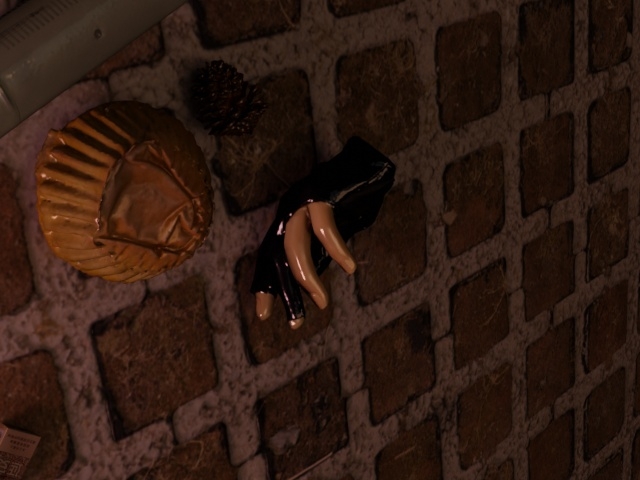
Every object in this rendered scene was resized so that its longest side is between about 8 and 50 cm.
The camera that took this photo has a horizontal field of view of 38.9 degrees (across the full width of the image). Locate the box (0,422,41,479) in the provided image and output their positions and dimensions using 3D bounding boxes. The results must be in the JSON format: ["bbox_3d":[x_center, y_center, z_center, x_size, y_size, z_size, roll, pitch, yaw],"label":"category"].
[{"bbox_3d":[-0.393,0.274,1.132,0.053,0.024,0.083,32,77,-46],"label":"box"}]

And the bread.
[{"bbox_3d":[-0.228,-0.055,1.123,0.240,0.139,0.239,-20,118,-43],"label":"bread"}]

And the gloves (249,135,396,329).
[{"bbox_3d":[-0.003,-0.007,1.357,0.197,0.152,0.301,85,28,-74],"label":"gloves"}]

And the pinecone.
[{"bbox_3d":[-0.126,-0.188,1.218,0.102,0.102,0.109,-55,130,-19],"label":"pinecone"}]

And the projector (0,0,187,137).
[{"bbox_3d":[-0.283,-0.246,1.036,0.337,0.108,0.108,-45,129,-27],"label":"projector"}]
